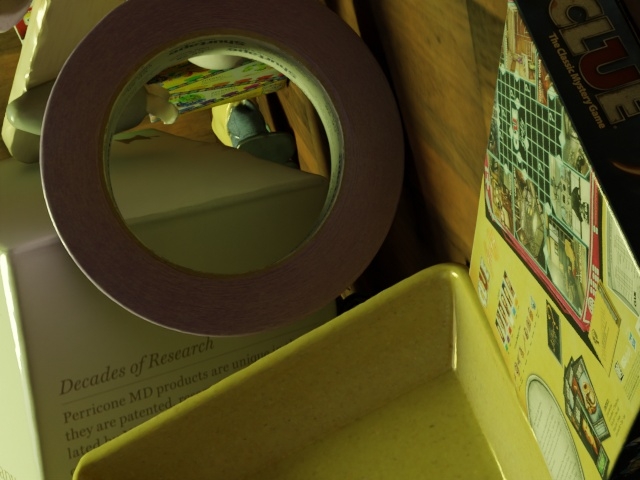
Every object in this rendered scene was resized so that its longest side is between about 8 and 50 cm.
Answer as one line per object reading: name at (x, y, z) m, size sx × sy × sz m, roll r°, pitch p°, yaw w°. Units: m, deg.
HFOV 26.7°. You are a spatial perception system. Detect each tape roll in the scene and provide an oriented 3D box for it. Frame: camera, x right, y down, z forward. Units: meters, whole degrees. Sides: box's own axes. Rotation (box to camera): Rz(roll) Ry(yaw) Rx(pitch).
tape roll at (-0.076, -0.063, 1.050) m, size 0.090 × 0.274 × 0.275 m, roll 152°, pitch 103°, yaw -84°

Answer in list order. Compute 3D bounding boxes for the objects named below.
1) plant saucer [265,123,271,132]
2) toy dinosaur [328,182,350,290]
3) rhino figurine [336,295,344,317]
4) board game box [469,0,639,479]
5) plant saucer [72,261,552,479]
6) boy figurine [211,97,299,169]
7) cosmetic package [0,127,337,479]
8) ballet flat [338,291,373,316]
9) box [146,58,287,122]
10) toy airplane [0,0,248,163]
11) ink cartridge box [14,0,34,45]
plant saucer at (-0.077, -0.117, 2.042) m, size 0.119 × 0.021 × 0.119 m, roll 165°, pitch 90°, yaw -84°
toy dinosaur at (0.000, 0.000, 1.487) m, size 0.211 × 0.064 × 0.112 m, roll 121°, pitch 133°, yaw -81°
rhino figurine at (-0.010, 0.086, 1.424) m, size 0.243 × 0.106 × 0.073 m, roll 52°, pitch 140°, yaw 27°
board game box at (0.121, 0.020, 0.607) m, size 0.243 × 0.042 × 0.165 m, roll 87°, pitch 166°, yaw -61°
plant saucer at (0.016, 0.220, 0.882) m, size 0.081 × 0.332 × 0.333 m, roll 50°, pitch -166°, yaw -47°
boy figurine at (-0.106, -0.175, 1.856) m, size 0.285 × 0.092 × 0.177 m, roll -112°, pitch 9°, yaw -50°
cosmetic package at (-0.199, 0.126, 1.322) m, size 0.329 × 0.327 × 0.394 m, roll 18°, pitch 118°, yaw 51°
ballet flat at (0.055, 0.115, 1.275) m, size 0.203 × 0.074 × 0.074 m, roll -110°, pitch 8°, yaw -56°
box at (-0.151, -0.319, 1.536) m, size 0.279 × 0.177 × 0.290 m, roll 127°, pitch 128°, yaw -80°
toy airplane at (-0.171, -0.245, 1.173) m, size 0.272 × 0.384 × 0.386 m, roll 40°, pitch 174°, yaw 7°
ink cartridge box at (-0.262, -0.347, 1.814) m, size 0.272 × 0.309 × 0.130 m, roll 102°, pitch 152°, yaw -78°
